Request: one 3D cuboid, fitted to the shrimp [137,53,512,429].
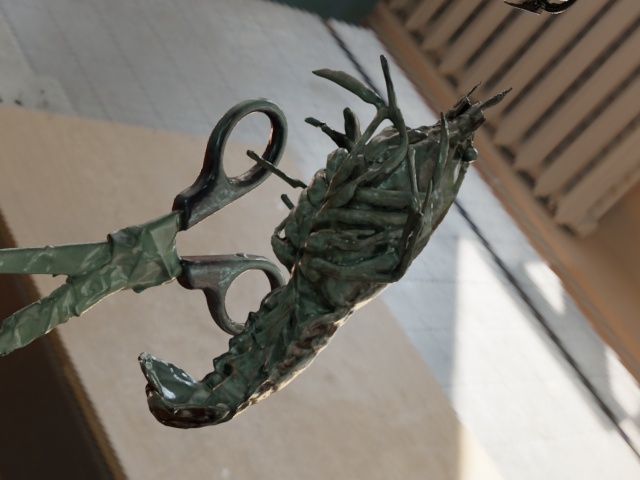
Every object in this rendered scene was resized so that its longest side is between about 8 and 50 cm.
[{"bbox_3d":[0.005,0.000,1.021,0.166,0.410,0.221,34,-2,-33],"label":"shrimp"}]

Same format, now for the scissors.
[{"bbox_3d":[-0.171,0.011,1.093,0.383,0.255,0.029,-17,28,-42],"label":"scissors"}]

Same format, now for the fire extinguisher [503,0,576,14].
[{"bbox_3d":[0.192,-0.222,0.827,0.043,0.158,0.064,13,29,-41],"label":"fire extinguisher"}]
